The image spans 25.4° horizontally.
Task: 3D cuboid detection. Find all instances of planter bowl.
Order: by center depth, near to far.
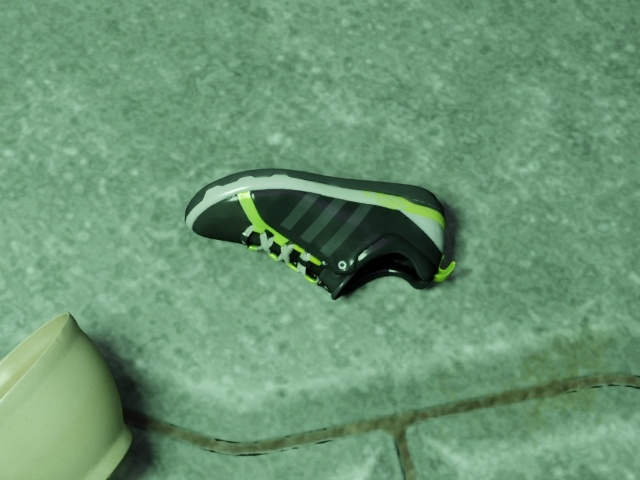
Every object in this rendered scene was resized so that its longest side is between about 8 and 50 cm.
[{"bbox_3d":[-0.217,0.150,1.103,0.109,0.162,0.162,47,68,-13],"label":"planter bowl"}]

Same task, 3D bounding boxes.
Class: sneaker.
[{"bbox_3d":[0.000,0.000,1.213,0.234,0.084,0.097,2,66,-3],"label":"sneaker"}]
